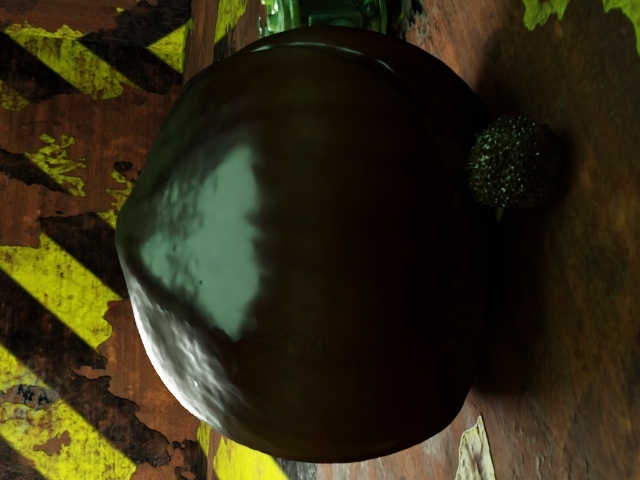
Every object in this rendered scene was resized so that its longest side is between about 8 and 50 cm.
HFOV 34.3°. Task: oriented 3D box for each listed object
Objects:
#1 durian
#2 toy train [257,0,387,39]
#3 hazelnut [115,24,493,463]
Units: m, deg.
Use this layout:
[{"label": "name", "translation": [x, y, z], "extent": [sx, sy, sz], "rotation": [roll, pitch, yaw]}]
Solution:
[{"label": "durian", "translation": [0.157, -0.059, 0.846], "extent": [0.080, 0.080, 0.091], "rotation": [-126, 42, -68]}, {"label": "toy train", "translation": [0.001, -0.266, 1.384], "extent": [0.271, 0.159, 0.188], "rotation": [-112, 20, -60]}, {"label": "hazelnut", "translation": [0.000, 0.000, 0.964], "extent": [0.359, 0.359, 0.409], "rotation": [145, 122, -72]}]
